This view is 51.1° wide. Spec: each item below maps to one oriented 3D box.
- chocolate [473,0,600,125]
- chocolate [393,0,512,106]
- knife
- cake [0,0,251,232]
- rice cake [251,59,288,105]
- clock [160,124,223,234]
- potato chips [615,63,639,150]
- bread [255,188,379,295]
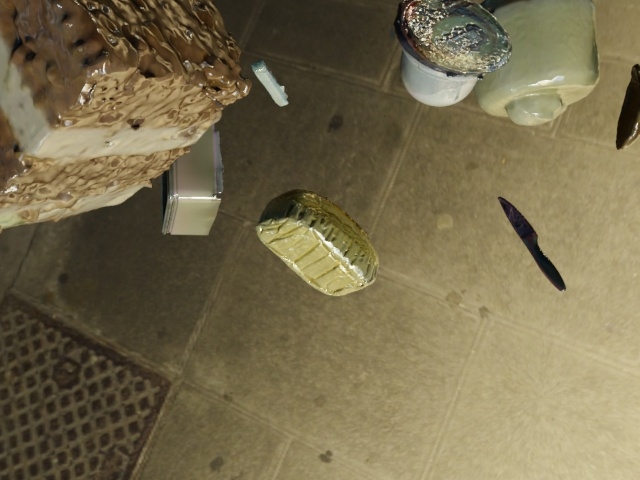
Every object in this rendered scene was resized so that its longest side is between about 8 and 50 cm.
[{"bbox_3d":[0.511,-0.422,1.567,0.325,0.314,0.297,-18,87,-4],"label":"chocolate"},{"bbox_3d":[0.202,-0.313,1.152,0.221,0.147,0.221,9,57,-14],"label":"chocolate"},{"bbox_3d":[0.429,0.000,1.362,0.035,0.018,0.247,-48,54,35],"label":"knife"},{"bbox_3d":[-0.262,-0.182,0.646,0.290,0.255,0.282,-30,86,25],"label":"cake"},{"bbox_3d":[-0.115,-0.377,1.601,0.042,0.180,0.031,-23,68,10],"label":"rice cake"},{"bbox_3d":[-0.184,-0.098,0.936,0.071,0.192,0.147,-1,77,-16],"label":"clock"},{"bbox_3d":[0.674,-0.280,1.428,0.049,0.150,0.202,13,47,17],"label":"potato chips"},{"bbox_3d":[0.000,0.000,1.211,0.140,0.236,0.106,-21,39,39],"label":"bread"}]
